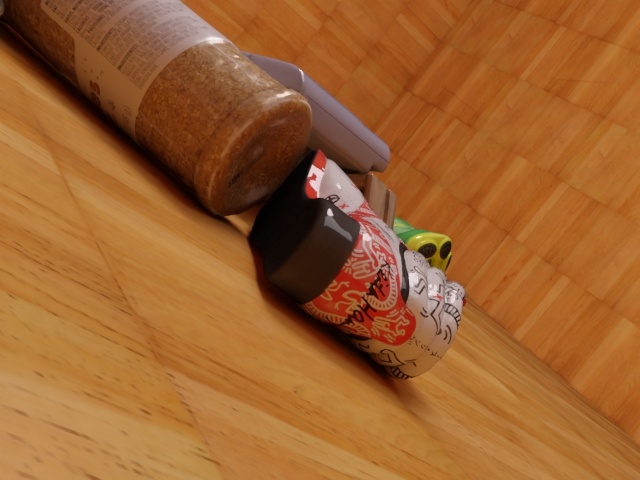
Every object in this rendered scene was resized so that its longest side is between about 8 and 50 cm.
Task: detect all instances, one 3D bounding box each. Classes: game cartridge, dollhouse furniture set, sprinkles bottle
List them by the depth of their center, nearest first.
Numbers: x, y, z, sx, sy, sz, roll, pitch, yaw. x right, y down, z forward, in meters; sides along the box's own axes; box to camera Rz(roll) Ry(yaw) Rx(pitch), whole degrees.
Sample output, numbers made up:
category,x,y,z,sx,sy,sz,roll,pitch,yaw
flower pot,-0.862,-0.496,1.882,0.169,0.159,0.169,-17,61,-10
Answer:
category,x,y,z,sx,sy,sz,roll,pitch,yaw
sprinkles bottle,-0.169,-0.170,0.729,0.355,0.121,0.121,41,6,21
game cartridge,-0.089,-0.144,0.908,0.294,0.060,0.196,16,-5,38
dollhouse furniture set,0.000,0.000,0.946,0.151,0.123,0.144,3,-8,20

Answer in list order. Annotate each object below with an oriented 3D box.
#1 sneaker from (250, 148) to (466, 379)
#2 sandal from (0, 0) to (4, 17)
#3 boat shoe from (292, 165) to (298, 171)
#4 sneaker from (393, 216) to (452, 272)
category,x,y,z,sx,sy,sz,roll,pitch,yaw
sneaker,0.028,0.017,0.668,0.145,0.090,0.270,38,9,-13
sandal,-0.289,-0.209,0.631,0.072,0.049,0.180,39,6,10
boat shoe,-0.103,-0.137,1.123,0.224,0.080,0.073,32,11,-14
sneaker,0.099,0.028,1.090,0.124,0.109,0.295,24,1,7
